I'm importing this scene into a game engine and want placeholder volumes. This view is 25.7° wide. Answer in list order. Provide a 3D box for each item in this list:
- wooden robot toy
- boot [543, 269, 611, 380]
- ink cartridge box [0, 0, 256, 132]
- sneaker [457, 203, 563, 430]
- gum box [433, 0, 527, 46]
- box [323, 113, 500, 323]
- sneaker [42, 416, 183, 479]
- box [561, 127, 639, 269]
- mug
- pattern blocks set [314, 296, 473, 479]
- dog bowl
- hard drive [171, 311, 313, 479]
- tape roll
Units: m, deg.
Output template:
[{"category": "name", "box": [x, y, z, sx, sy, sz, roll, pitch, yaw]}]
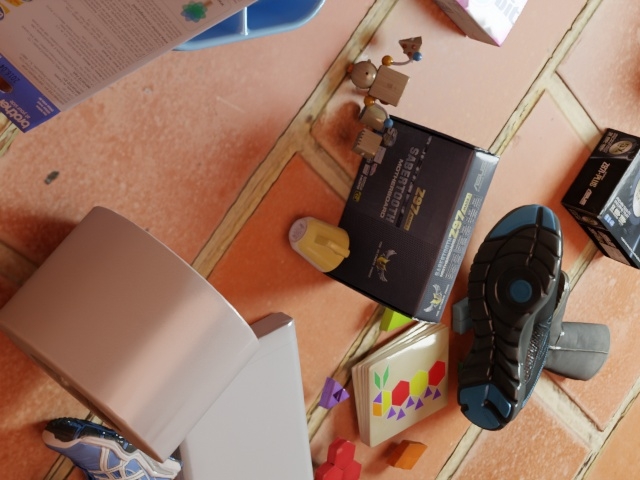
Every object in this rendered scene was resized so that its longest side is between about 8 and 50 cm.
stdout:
[{"category": "wooden robot toy", "box": [0.066, -0.197, 1.800, 0.079, 0.076, 0.173, 24, 92, -10]}, {"category": "boot", "box": [0.396, 0.138, 2.223, 0.208, 0.076, 0.190, 10, 115, -37]}, {"category": "ink cartridge box", "box": [-0.232, -0.248, 1.416, 0.311, 0.065, 0.186, -29, 135, 15]}, {"category": "sneaker", "box": [0.284, 0.104, 2.073, 0.139, 0.125, 0.341, -18, 125, -62]}, {"category": "gum box", "box": [0.195, -0.350, 1.833, 0.188, 0.062, 0.107, 36, 83, -45]}, {"category": "box", "box": [0.114, -0.031, 1.816, 0.059, 0.183, 0.233, 13, 100, -45]}, {"category": "sneaker", "box": [-0.253, 0.271, 1.687, 0.211, 0.080, 0.081, 32, 82, -44]}, {"category": "box", "box": [0.480, -0.063, 2.208, 0.147, 0.077, 0.180, -56, 135, -9]}, {"category": "mug", "box": [-0.001, -0.002, 1.805, 0.064, 0.078, 0.062, 31, 51, -37]}, {"category": "pattern blocks set", "box": [0.116, 0.207, 2.026, 0.324, 0.026, 0.286, -13, 116, -42]}, {"category": "dog bowl", "box": [-0.107, -0.298, 1.575, 0.297, 0.074, 0.166, -17, 119, -36]}, {"category": "hard drive", "box": [-0.105, 0.268, 1.850, 0.203, 0.040, 0.308, -26, 123, -32]}, {"category": "tape roll", "box": [-0.211, 0.104, 1.536, 0.169, 0.246, 0.246, -49, 133, -15]}]
